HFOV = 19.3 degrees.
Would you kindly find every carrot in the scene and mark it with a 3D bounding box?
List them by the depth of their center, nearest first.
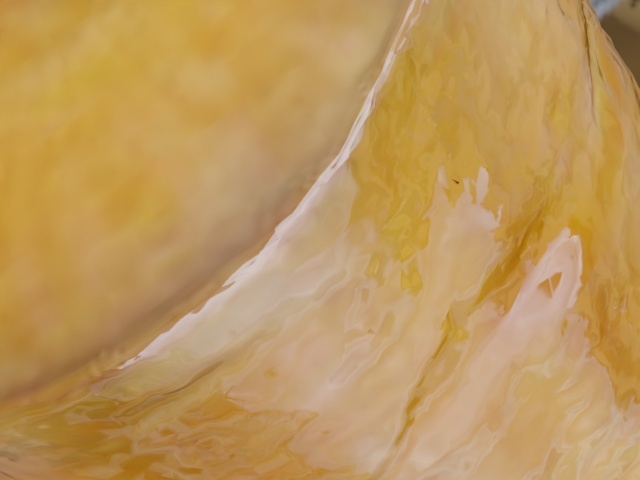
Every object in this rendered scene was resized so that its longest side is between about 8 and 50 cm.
[{"bbox_3d":[0.000,0.000,0.453,0.196,0.196,0.254,-52,138,-4],"label":"carrot"}]
